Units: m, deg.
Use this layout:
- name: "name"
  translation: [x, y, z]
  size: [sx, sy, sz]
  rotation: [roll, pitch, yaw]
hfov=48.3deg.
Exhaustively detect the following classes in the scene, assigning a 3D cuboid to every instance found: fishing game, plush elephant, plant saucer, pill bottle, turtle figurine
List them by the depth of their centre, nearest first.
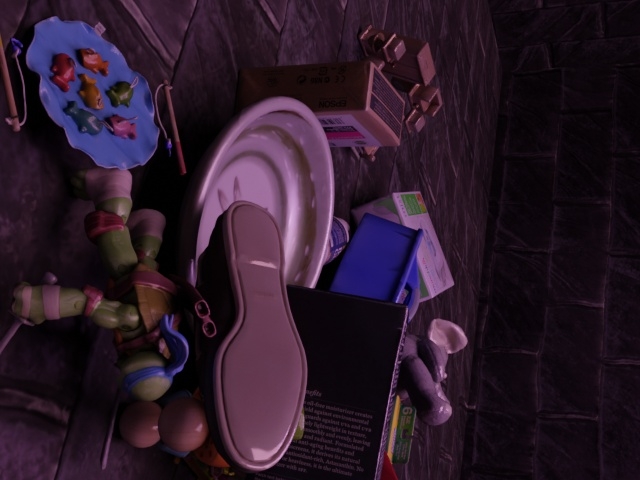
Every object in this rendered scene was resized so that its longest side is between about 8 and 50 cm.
- name: "turtle figurine"
  translation: [-0.255, 0.070, 0.783]
  size: [0.197, 0.274, 0.266]
  rotation: [22, 43, -36]
- name: "fishing game"
  translation: [-0.242, -0.169, 0.799]
  size: [0.264, 0.041, 0.189]
  rotation: [16, 55, -58]
- name: "plant saucer"
  translation: [-0.110, -0.021, 1.078]
  size: [0.400, 0.100, 0.401]
  rotation: [-37, 134, -52]
- name: "pill bottle"
  translation: [0.000, 0.000, 1.393]
  size: [0.169, 0.094, 0.094]
  rotation: [-24, 114, -65]
- name: "plush elephant"
  translation: [0.225, 0.318, 1.734]
  size: [0.255, 0.272, 0.330]
  rotation: [15, 51, -42]

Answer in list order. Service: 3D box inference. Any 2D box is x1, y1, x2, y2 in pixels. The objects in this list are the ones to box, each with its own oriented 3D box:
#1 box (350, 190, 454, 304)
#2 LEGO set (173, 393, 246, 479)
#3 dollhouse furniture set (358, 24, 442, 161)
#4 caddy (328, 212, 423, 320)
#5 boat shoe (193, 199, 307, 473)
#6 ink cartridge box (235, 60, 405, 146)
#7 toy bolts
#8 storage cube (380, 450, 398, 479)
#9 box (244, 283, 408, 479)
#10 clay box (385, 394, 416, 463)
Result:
- name: "box"
  translation: [0.202, 0.021, 1.747]
  size: [0.231, 0.126, 0.262]
  rotation: [-8, 78, -67]
- name: "LEGO set"
  translation: [-0.122, 0.328, 1.110]
  size: [0.287, 0.107, 0.132]
  rotation: [45, 51, -60]
- name: "dollhouse furniture set"
  translation: [0.098, -0.310, 1.665]
  size: [0.355, 0.173, 0.303]
  rotation: [-53, 146, -15]
- name: "caddy"
  translation: [0.119, 0.103, 1.478]
  size: [0.341, 0.179, 0.241]
  rotation: [-62, 174, -46]
- name: "boat shoe"
  translation: [-0.088, 0.108, 0.808]
  size: [0.112, 0.095, 0.335]
  rotation: [17, 47, -27]
- name: "ink cartridge box"
  translation: [0.004, -0.224, 1.208]
  size: [0.193, 0.234, 0.088]
  rotation: [24, 69, -65]
- name: "toy bolts"
  translation: [-0.155, 0.187, 0.897]
  size: [0.158, 0.228, 0.218]
  rotation: [7, 59, -33]
- name: "storage cube"
  translation: [0.062, 0.485, 1.256]
  size: [0.215, 0.183, 0.193]
  rotation: [74, -6, -48]
- name: "box"
  translation: [0.022, 0.233, 1.071]
  size: [0.296, 0.182, 0.294]
  rotation: [55, 47, -78]
- name: "clay box"
  translation: [0.072, 0.368, 1.421]
  size: [0.053, 0.222, 0.127]
  rotation: [64, 32, -48]
